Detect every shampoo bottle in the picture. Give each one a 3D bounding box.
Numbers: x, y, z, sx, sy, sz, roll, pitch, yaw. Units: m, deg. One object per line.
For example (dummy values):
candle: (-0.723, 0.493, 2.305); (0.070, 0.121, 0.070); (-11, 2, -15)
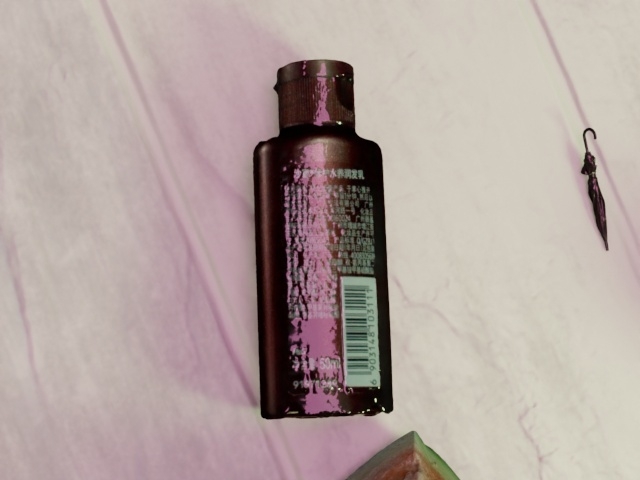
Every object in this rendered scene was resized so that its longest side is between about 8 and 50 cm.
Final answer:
shampoo bottle: (0.000, 0.000, 1.342); (0.129, 0.084, 0.323); (-1, 82, -15)

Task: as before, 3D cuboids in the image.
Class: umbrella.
umbrella: (0.269, -0.050, 1.438); (0.013, 0.022, 0.122); (-11, 95, -38)

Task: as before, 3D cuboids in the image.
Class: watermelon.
watermelon: (0.088, 0.293, 1.287); (0.207, 0.202, 0.136); (37, 111, 3)
